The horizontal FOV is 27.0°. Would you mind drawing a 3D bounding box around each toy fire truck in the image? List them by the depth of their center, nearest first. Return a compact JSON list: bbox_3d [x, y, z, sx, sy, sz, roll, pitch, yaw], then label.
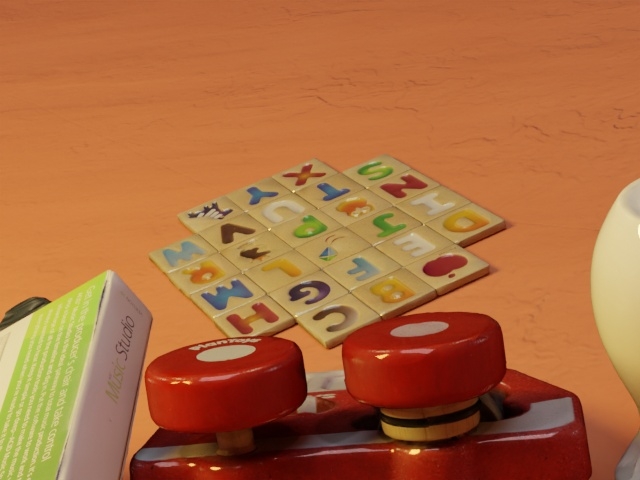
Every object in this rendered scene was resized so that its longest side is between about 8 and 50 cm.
[{"bbox_3d":[0.025,0.129,0.905,0.302,0.169,0.254,-7,9,9],"label":"toy fire truck"}]

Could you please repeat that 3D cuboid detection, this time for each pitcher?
[{"bbox_3d":[0.263,0.052,0.872,0.178,0.207,0.125,-25,30,-25],"label":"pitcher"}]

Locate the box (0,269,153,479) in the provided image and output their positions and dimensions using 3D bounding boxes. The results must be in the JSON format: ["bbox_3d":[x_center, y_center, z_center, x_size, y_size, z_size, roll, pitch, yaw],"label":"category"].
[{"bbox_3d":[-0.263,0.172,0.894,0.322,0.058,0.232,-30,29,20],"label":"box"}]

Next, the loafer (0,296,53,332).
[{"bbox_3d":[-0.274,0.105,1.166,0.061,0.062,0.170,11,37,30],"label":"loafer"}]

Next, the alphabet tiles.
[{"bbox_3d":[0.000,0.000,1.295,0.285,0.011,0.342,-23,29,-19],"label":"alphabet tiles"}]
